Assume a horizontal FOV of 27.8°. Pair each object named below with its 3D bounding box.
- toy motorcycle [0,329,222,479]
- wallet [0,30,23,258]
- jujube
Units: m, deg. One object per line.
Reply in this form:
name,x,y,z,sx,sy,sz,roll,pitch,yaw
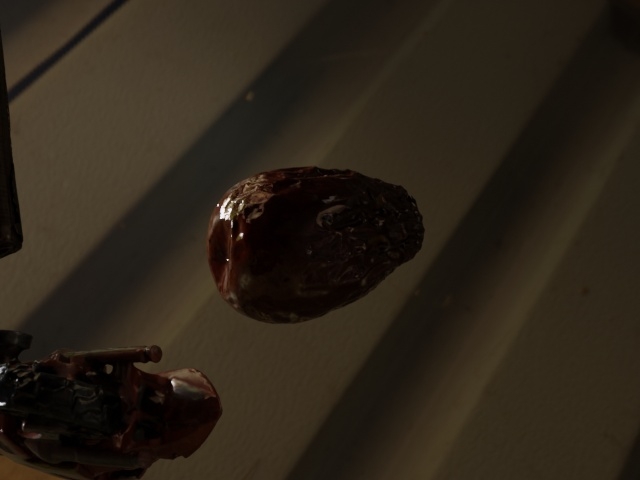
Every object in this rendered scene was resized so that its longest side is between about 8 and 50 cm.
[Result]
toy motorcycle,-0.180,0.129,0.955,0.171,0.298,0.089,16,-107,-17
wallet,-0.290,-0.079,1.004,0.042,0.124,0.230,20,-128,-55
jujube,0.000,0.000,1.324,0.237,0.168,0.168,-10,-118,-32
